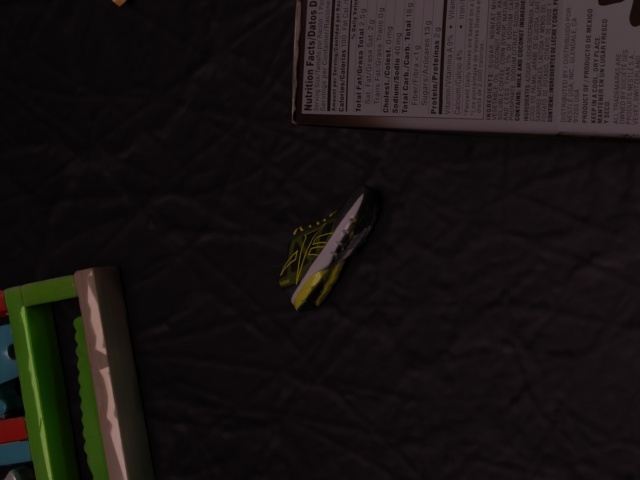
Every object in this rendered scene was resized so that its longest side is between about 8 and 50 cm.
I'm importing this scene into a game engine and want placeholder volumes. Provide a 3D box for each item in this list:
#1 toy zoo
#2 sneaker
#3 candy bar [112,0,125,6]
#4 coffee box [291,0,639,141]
[{"bbox_3d":[-0.237,0.135,1.132,0.293,0.030,0.192,-11,86,28],"label":"toy zoo"},{"bbox_3d":[0.000,0.000,0.996,0.035,0.031,0.083,41,110,22],"label":"sneaker"},{"bbox_3d":[-0.093,-0.216,1.049,0.040,0.018,0.161,39,110,22],"label":"candy bar"},{"bbox_3d":[0.121,-0.095,0.830,0.246,0.141,0.098,6,94,46],"label":"coffee box"}]
